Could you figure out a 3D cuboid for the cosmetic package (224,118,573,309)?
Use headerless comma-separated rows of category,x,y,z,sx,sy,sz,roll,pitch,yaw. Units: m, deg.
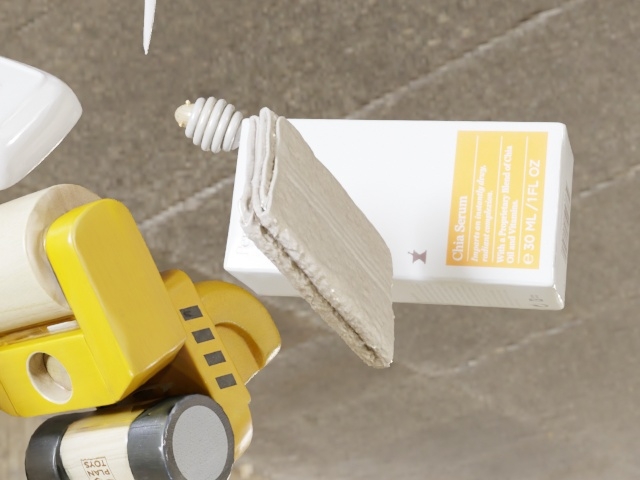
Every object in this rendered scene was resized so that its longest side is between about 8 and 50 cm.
cosmetic package,0.113,-0.039,1.764,0.453,0.230,0.161,2,166,16

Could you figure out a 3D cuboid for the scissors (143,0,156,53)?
scissors,-0.236,-0.388,1.831,0.109,0.021,0.297,15,131,22

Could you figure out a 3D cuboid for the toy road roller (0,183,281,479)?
toy road roller,-0.182,0.086,1.203,0.202,0.330,0.240,-14,-162,38

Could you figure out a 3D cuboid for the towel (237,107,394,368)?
towel,0.000,0.000,1.404,0.049,0.187,0.282,-23,128,23

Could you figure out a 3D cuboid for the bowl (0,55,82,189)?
bowl,-0.312,-0.121,1.182,0.142,0.142,0.053,22,143,19

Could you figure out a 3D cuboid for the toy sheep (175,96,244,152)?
toy sheep,-0.157,-0.173,1.912,0.132,0.091,0.091,17,149,-2
